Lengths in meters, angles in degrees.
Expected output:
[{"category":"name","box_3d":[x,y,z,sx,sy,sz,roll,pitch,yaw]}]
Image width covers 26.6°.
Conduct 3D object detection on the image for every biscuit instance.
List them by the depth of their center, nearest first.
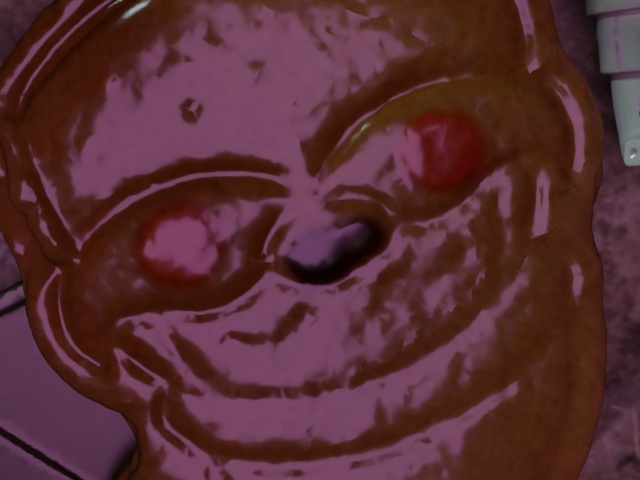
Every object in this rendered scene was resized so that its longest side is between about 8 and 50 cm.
[{"category":"biscuit","box_3d":[0.000,0.000,0.779,0.350,0.078,0.455,-18,96,-8]}]

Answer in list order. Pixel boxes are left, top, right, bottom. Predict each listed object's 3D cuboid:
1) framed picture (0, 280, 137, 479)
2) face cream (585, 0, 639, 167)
[{"category":"framed picture","box_3d":[-0.129,0.177,0.823,0.241,0.020,0.324,-28,97,0]},{"category":"face cream","box_3d":[0.193,-0.218,0.762,0.102,0.102,0.345,-7,97,-3]}]
